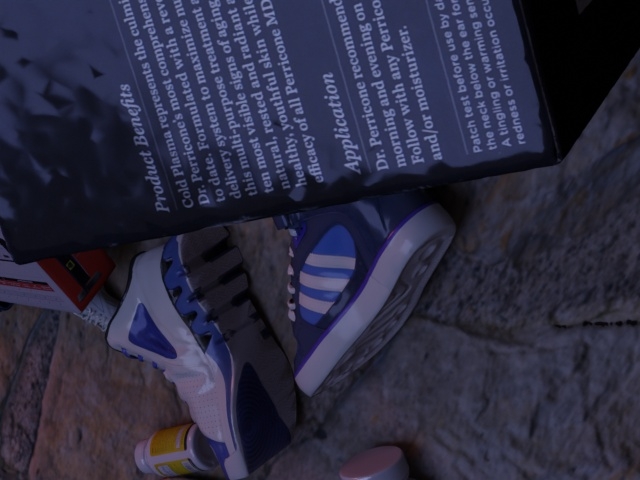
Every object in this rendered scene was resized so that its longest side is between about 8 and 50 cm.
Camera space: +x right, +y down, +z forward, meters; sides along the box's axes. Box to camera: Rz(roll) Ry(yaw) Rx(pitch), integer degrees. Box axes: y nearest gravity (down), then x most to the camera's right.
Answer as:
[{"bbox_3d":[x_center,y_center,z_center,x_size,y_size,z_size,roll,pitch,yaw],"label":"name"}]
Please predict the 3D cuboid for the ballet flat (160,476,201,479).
[{"bbox_3d":[-0.125,0.385,1.942,0.316,0.106,0.107,6,115,31],"label":"ballet flat"}]

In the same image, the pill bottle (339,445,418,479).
[{"bbox_3d":[0.087,0.344,1.783,0.108,0.108,0.180,-10,106,36],"label":"pill bottle"}]

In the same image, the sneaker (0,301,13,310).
[{"bbox_3d":[-0.460,0.080,2.049,0.144,0.053,0.059,-30,96,40],"label":"sneaker"}]

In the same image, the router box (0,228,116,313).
[{"bbox_3d":[-0.460,-0.048,1.853,0.335,0.082,0.301,6,142,43],"label":"router box"}]

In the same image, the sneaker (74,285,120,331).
[{"bbox_3d":[-0.292,0.090,1.938,0.152,0.061,0.054,51,127,0],"label":"sneaker"}]

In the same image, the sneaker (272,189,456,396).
[{"bbox_3d":[0.000,0.000,1.676,0.236,0.130,0.323,47,134,18],"label":"sneaker"}]

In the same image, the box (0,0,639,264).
[{"bbox_3d":[0.000,-0.222,1.276,0.472,0.480,0.297,-8,106,24],"label":"box"}]

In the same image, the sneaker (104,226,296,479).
[{"bbox_3d":[-0.158,0.135,1.844,0.182,0.127,0.315,-14,97,41],"label":"sneaker"}]

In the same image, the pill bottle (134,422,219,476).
[{"bbox_3d":[-0.188,0.277,1.957,0.116,0.065,0.065,-16,103,37],"label":"pill bottle"}]
